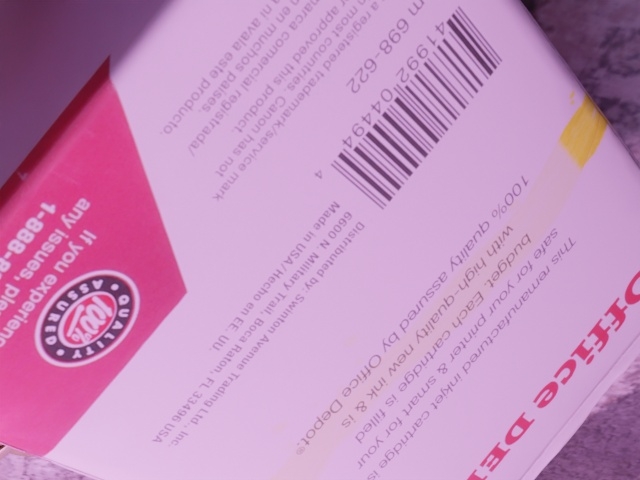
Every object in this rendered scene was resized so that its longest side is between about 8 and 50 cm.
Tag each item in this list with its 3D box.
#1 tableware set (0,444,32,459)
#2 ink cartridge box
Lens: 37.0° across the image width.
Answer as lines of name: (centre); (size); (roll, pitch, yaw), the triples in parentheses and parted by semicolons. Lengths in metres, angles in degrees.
tableware set: (-0.220, 0.182, 0.896); (0.194, 0.039, 0.128); (3, 137, -6)
ink cartridge box: (0.000, 0.000, 0.509); (0.279, 0.160, 0.385); (-50, 132, 2)
